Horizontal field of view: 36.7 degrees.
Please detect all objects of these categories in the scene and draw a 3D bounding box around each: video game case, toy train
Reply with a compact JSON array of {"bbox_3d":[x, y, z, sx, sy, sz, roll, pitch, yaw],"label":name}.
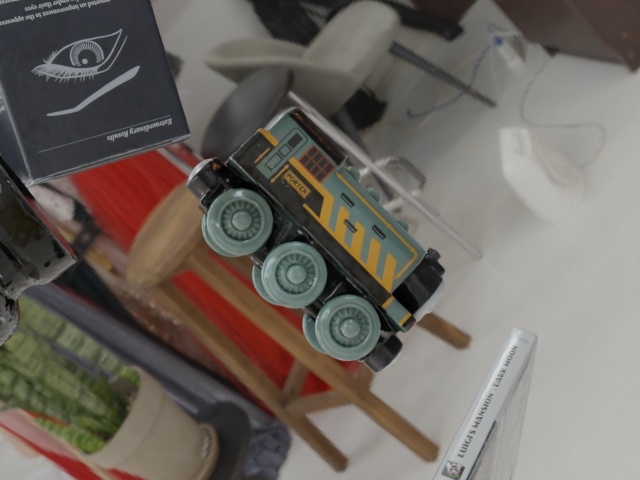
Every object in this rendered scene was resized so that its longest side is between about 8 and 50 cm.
[{"bbox_3d":[0.094,0.177,0.628,0.022,0.190,0.173,19,47,21],"label":"video game case"},{"bbox_3d":[0.000,0.000,1.156,0.190,0.334,0.142,-46,5,-8],"label":"toy train"}]

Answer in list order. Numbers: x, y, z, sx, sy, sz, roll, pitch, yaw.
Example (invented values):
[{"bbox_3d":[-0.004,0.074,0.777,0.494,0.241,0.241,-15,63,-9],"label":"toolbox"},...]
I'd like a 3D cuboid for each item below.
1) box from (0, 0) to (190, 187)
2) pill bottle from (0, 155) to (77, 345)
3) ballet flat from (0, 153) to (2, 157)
[{"bbox_3d":[-0.228,-0.166,0.867,0.153,0.207,0.108,-19,10,-26],"label":"box"},{"bbox_3d":[-0.266,0.041,0.588,0.219,0.123,0.123,-37,24,-9],"label":"pill bottle"},{"bbox_3d":[-0.440,-0.098,1.035,0.483,0.182,0.164,-47,58,0],"label":"ballet flat"}]
